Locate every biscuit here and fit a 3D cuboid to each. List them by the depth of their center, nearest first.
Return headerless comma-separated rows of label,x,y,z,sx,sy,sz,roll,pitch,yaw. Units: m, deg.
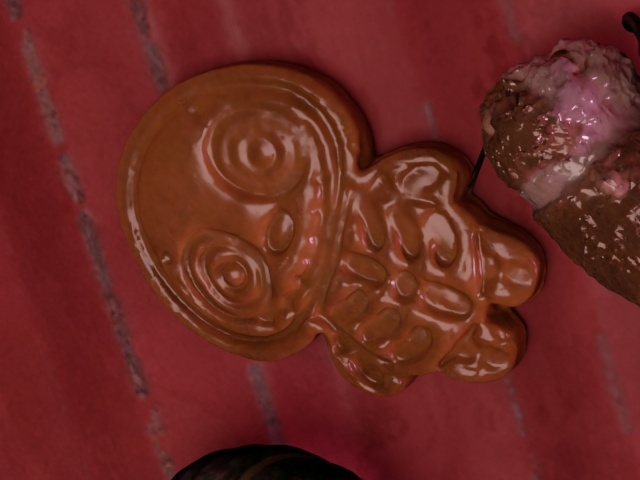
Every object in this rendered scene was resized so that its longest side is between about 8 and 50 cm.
biscuit,0.000,0.000,1.191,0.288,0.044,0.202,27,117,16

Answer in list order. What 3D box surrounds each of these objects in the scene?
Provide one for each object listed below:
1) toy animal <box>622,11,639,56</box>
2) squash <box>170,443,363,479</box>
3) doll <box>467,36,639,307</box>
toy animal,0.259,-0.078,0.960,0.272,0.197,0.160,34,108,23
squash,-0.037,0.239,1.205,0.218,0.172,0.218,-2,85,22
doll,0.186,-0.024,1.057,0.221,0.105,0.115,37,135,11
